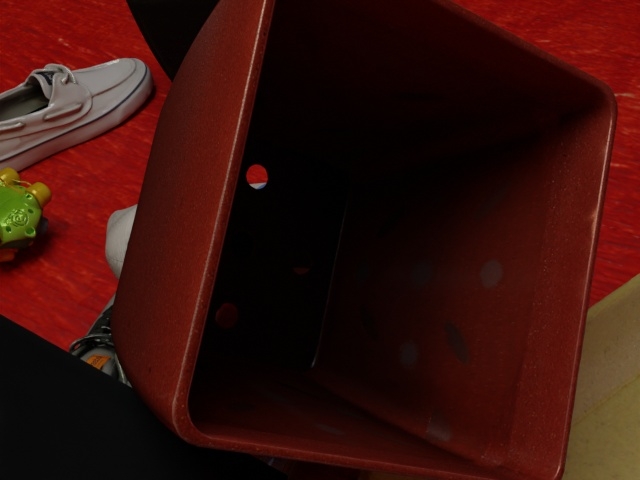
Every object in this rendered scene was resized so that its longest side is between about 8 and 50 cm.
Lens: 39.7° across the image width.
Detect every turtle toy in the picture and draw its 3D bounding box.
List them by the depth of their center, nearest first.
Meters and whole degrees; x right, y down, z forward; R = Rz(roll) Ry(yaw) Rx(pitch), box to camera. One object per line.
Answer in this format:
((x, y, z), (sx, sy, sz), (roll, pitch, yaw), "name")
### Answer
((-0.339, -0.024, 0.922), (0.130, 0.066, 0.095), (23, 52, 29), "turtle toy")

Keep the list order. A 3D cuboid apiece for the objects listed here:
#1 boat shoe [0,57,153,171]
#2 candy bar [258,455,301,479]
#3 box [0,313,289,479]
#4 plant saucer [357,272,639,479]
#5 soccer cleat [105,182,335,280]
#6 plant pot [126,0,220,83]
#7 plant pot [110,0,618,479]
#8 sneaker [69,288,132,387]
((-0.313, -0.163, 1.047), (0.095, 0.084, 0.258), (32, 57, 34), "boat shoe")
((-0.016, 0.150, 0.733), (0.040, 0.018, 0.161), (11, 48, 24), "candy bar")
((-0.176, 0.160, 0.534), (0.184, 0.261, 0.103), (-35, 33, 30), "box")
((0.250, 0.202, 0.597), (0.333, 0.081, 0.333), (-29, 48, -21), "plant saucer")
((-0.032, -0.012, 0.802), (0.331, 0.116, 0.143), (-3, 12, -27), "soccer cleat")
((-0.115, -0.277, 1.077), (0.187, 0.167, 0.188), (-5, 45, 3), "plant pot")
((0.000, 0.000, 0.588), (0.236, 0.267, 0.267), (-3, 72, 56), "plant pot")
((-0.161, 0.105, 0.737), (0.100, 0.108, 0.271), (-1, 41, 10), "sneaker")
